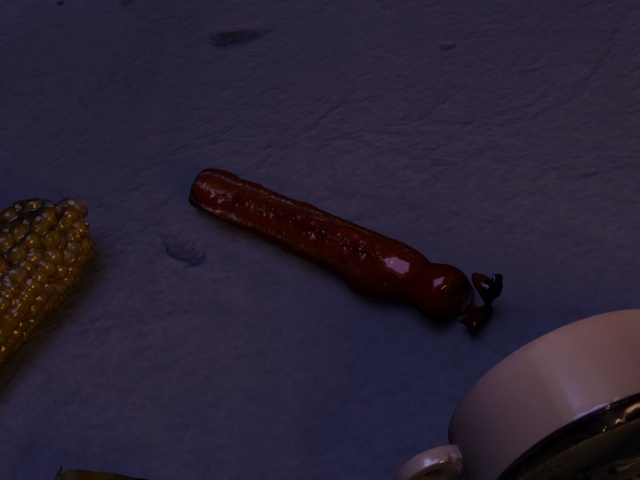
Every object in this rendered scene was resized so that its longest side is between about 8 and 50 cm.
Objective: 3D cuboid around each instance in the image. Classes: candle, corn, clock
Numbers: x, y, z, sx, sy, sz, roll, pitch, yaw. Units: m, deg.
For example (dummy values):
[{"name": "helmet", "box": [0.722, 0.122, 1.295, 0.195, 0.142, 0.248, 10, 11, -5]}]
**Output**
[{"name": "candle", "box": [0.000, 0.000, 0.749, 0.329, 0.048, 0.051, 23, 46, 37]}, {"name": "corn", "box": [-0.302, 0.084, 0.751, 0.097, 0.097, 0.320, 12, 54, 30]}, {"name": "clock", "box": [0.153, 0.111, 0.506, 0.229, 0.155, 0.063, -20, 49, 0]}]

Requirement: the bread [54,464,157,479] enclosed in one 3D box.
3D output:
[{"name": "bread", "box": [-0.142, 0.264, 0.511, 0.087, 0.098, 0.269, -14, 44, 23]}]
